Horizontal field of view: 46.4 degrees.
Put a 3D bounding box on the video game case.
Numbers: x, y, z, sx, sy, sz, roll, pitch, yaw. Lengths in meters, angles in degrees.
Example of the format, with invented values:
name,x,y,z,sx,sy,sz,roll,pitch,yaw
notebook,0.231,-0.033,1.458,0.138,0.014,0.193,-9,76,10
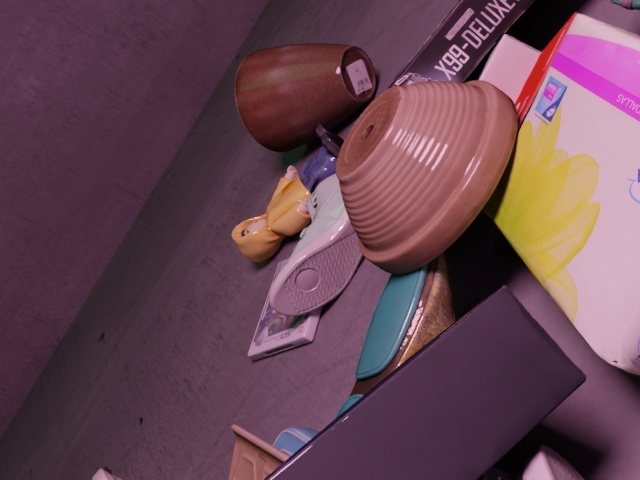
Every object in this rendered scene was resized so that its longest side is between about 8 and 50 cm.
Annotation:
name,x,y,z,sx,sy,sz,roll,pitch,yaw
video game case,-0.044,0.095,1.233,0.173,0.022,0.190,-27,38,50

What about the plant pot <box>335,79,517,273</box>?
name,x,y,z,sx,sy,sz,roll,pitch,yaw
plant pot,0.093,-0.090,0.823,0.237,0.110,0.237,-50,21,28

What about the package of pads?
name,x,y,z,sx,sy,sz,roll,pitch,yaw
package of pads,0.264,-0.047,0.643,0.296,0.101,0.229,-109,36,-61

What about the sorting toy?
name,x,y,z,sx,sy,sz,roll,pitch,yaw
sorting toy,-0.074,0.345,0.905,0.193,0.038,0.208,-1,82,63

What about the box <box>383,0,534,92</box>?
name,x,y,z,sx,sy,sz,roll,pitch,yaw
box,0.223,-0.315,1.058,0.307,0.077,0.242,-49,4,20

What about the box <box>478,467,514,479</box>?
name,x,y,z,sx,sy,sz,roll,pitch,yaw
box,0.115,0.260,0.620,0.162,0.029,0.116,98,-170,-63

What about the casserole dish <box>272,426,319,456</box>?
name,x,y,z,sx,sy,sz,roll,pitch,yaw
casserole dish,-0.026,0.295,0.936,0.114,0.037,0.188,-62,25,-9

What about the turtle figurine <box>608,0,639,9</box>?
name,x,y,z,sx,sy,sz,roll,pitch,yaw
turtle figurine,0.375,-0.260,0.738,0.175,0.118,0.234,130,145,-64

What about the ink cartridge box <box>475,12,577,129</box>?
name,x,y,z,sx,sy,sz,roll,pitch,yaw
ink cartridge box,0.185,-0.123,0.895,0.275,0.060,0.239,-61,-4,-8

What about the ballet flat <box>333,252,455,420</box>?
name,x,y,z,sx,sy,sz,roll,pitch,yaw
ballet flat,0.080,0.170,0.787,0.123,0.123,0.348,-14,45,58

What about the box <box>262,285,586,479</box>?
name,x,y,z,sx,sy,sz,roll,pitch,yaw
box,0.064,0.171,0.620,0.261,0.103,0.184,-36,-10,-17

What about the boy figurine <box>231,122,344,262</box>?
name,x,y,z,sx,sy,sz,roll,pitch,yaw
boy figurine,-0.054,-0.081,1.389,0.285,0.092,0.177,-46,28,18

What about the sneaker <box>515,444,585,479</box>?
name,x,y,z,sx,sy,sz,roll,pitch,yaw
sneaker,0.155,0.290,0.500,0.169,0.108,0.292,-45,28,20

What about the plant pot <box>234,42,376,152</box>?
name,x,y,z,sx,sy,sz,roll,pitch,yaw
plant pot,-0.011,-0.299,1.470,0.231,0.215,0.215,-7,53,42

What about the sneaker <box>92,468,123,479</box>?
name,x,y,z,sx,sy,sz,roll,pitch,yaw
sneaker,-0.313,0.473,1.155,0.148,0.131,0.350,-58,23,-12

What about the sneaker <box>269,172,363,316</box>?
name,x,y,z,sx,sy,sz,roll,pitch,yaw
sneaker,0.001,0.000,1.170,0.256,0.094,0.151,-49,29,-3
